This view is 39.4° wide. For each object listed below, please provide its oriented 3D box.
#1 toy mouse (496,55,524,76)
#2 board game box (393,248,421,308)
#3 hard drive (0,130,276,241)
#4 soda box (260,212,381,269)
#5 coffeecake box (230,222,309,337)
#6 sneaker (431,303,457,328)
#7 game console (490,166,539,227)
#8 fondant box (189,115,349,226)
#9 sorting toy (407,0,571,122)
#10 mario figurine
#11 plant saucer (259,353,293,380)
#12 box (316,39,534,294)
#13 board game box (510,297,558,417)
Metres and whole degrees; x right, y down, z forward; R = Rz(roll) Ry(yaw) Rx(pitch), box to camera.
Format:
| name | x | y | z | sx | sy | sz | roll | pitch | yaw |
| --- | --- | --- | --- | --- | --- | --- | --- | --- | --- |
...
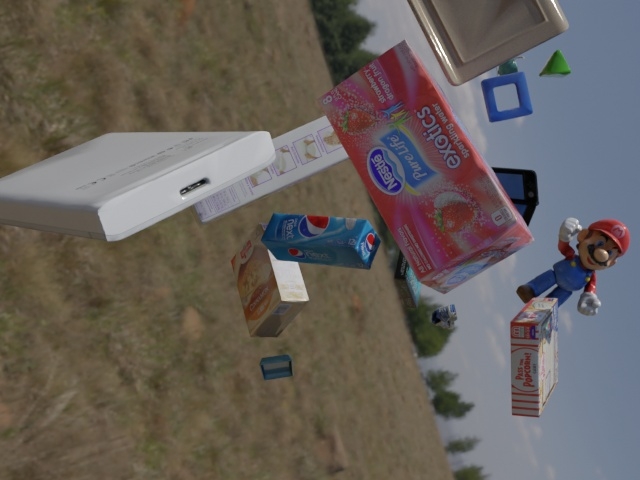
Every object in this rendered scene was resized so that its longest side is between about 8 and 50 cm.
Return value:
| name | x | y | z | sx | sy | sz | roll | pitch | yaw |
| --- | --- | --- | --- | --- | --- | --- | --- | --- | --- |
| toy mouse | 0.345 | -0.359 | 1.703 | 0.143 | 0.031 | 0.161 | -117 | -168 | -60 |
| board game box | 0.169 | 0.041 | 1.661 | 0.186 | 0.026 | 0.126 | 59 | 40 | -67 |
| hard drive | -0.251 | -0.075 | 1.083 | 0.353 | 0.233 | 0.047 | 8 | -59 | 48 |
| soda box | 0.000 | 0.000 | 1.650 | 0.071 | 0.210 | 0.067 | 53 | 51 | -46 |
| coffeecake box | -0.105 | 0.080 | 1.801 | 0.142 | 0.068 | 0.185 | -50 | -134 | 42 |
| sneaker | 0.301 | 0.189 | 2.216 | 0.135 | 0.058 | 0.052 | 83 | -2 | -69 |
| game console | 0.355 | -0.081 | 1.742 | 0.071 | 0.122 | 0.107 | -33 | 122 | -44 |
| fondant box | -0.105 | -0.135 | 1.749 | 0.096 | 0.330 | 0.238 | 64 | -8 | -3 |
| sorting toy | 0.228 | -0.338 | 1.273 | 0.347 | 0.196 | 0.047 | 63 | -3 | -1 |
| mario figurine | 0.661 | 0.073 | 2.301 | 0.198 | 0.320 | 0.170 | 34 | 16 | -40 |
| plant saucer | -0.090 | 0.264 | 1.856 | 0.192 | 0.067 | 0.018 | 92 | -11 | -71 |
| box | 0.140 | -0.096 | 1.211 | 0.300 | 0.154 | 0.142 | 63 | 15 | 20 |
| board game box | 0.341 | 0.179 | 1.413 | 0.193 | 0.045 | 0.147 | -17 | 106 | -66 |
